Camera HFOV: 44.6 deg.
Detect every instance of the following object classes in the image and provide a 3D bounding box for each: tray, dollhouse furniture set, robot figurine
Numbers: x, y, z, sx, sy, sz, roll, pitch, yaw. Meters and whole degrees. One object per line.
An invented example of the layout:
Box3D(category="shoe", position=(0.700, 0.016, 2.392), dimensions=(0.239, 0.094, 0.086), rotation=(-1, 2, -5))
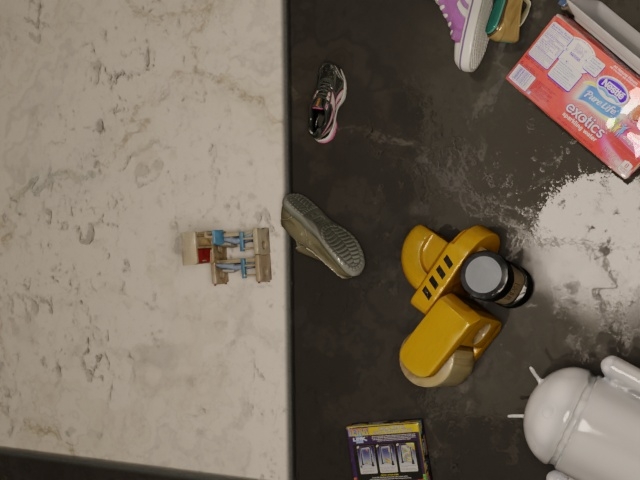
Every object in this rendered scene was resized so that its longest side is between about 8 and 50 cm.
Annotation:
Box3D(category="tray", position=(0.578, -0.360, 1.456), dimensions=(0.270, 0.145, 0.030), rotation=(50, 129, 23))
Box3D(category="dollhouse furniture set", position=(-0.211, 0.040, 1.778), dimensions=(0.129, 0.183, 0.129), rotation=(-4, 90, 22))
Box3D(category="robot figurine", position=(0.537, 0.369, 1.472), dimensions=(0.353, 0.200, 0.300), rotation=(26, 105, 19))

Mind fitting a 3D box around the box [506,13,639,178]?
Box3D(category="box", position=(0.526, -0.275, 1.477), dimensions=(0.300, 0.142, 0.154), rotation=(45, 119, 16))

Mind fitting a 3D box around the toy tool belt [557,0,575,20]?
Box3D(category="toy tool belt", position=(0.495, -0.474, 1.544), dimensions=(0.083, 0.051, 0.052), rotation=(-50, 41, 15))

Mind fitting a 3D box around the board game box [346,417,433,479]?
Box3D(category="board game box", position=(0.151, 0.469, 1.716), dimensions=(0.170, 0.048, 0.141), rotation=(-9, 86, 23))

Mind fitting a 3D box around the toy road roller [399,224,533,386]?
Box3D(category="toy road roller", position=(0.252, 0.115, 1.591), dimensions=(0.240, 0.202, 0.329), rotation=(39, 100, 29))

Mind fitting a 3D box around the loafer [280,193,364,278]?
Box3D(category="loafer", position=(0.000, 0.000, 1.753), dimensions=(0.251, 0.094, 0.087), rotation=(47, 132, 24))

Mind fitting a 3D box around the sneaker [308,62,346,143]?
Box3D(category="sneaker", position=(0.011, -0.308, 1.736), dimensions=(0.072, 0.077, 0.178), rotation=(5, 93, 21))

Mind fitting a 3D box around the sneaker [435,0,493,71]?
Box3D(category="sneaker", position=(0.272, -0.485, 1.621), dimensions=(0.161, 0.102, 0.282), rotation=(5, 83, 26))

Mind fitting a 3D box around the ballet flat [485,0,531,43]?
Box3D(category="ballet flat", position=(0.395, -0.508, 1.581), dimensions=(0.073, 0.080, 0.232), rotation=(16, 89, -16))
